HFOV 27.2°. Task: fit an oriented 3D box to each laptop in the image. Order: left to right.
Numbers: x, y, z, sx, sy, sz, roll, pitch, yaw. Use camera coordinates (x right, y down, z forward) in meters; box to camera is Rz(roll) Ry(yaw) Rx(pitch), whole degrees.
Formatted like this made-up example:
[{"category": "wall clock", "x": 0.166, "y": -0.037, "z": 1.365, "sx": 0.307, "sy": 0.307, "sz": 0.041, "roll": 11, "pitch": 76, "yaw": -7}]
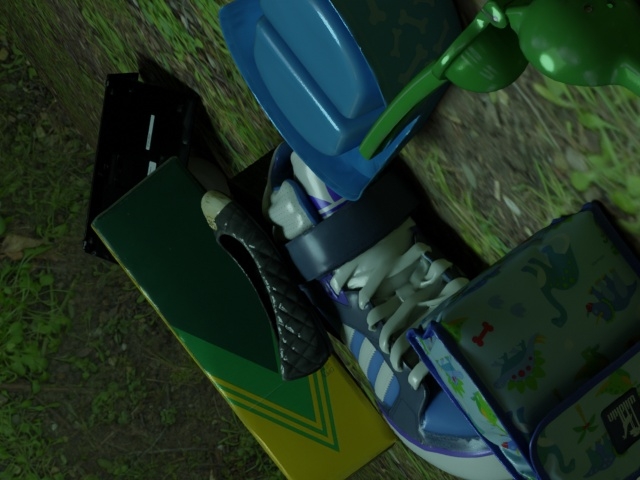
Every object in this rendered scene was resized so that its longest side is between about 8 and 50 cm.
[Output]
[{"category": "laptop", "x": -0.221, "y": -0.091, "z": 1.715, "sx": 0.264, "sy": 0.136, "sz": 0.234, "roll": 17, "pitch": 102, "yaw": 40}]

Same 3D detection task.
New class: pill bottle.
[{"category": "pill bottle", "x": -0.194, "y": -0.064, "z": 1.820, "sx": 0.108, "sy": 0.108, "sz": 0.180, "roll": 56, "pitch": 168, "yaw": -13}]

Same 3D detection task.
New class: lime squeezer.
[{"category": "lime squeezer", "x": 0.108, "y": -0.077, "z": 0.633, "sx": 0.310, "sy": 0.059, "sz": 0.110, "roll": 12, "pitch": 148, "yaw": 50}]

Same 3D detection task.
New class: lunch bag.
[{"category": "lunch bag", "x": 0.148, "y": 0.076, "z": 0.781, "sx": 0.151, "sy": 0.128, "sz": 0.096, "roll": 55, "pitch": 169, "yaw": 0}]

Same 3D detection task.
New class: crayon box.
[{"category": "crayon box", "x": -0.059, "y": 0.098, "z": 1.295, "sx": 0.313, "sy": 0.106, "sz": 0.363, "roll": 50, "pitch": 177, "yaw": 7}]

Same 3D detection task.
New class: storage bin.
[{"category": "storage bin", "x": 0.000, "y": 0.000, "z": 1.278, "sx": 0.180, "sy": 0.084, "sz": 0.122, "roll": 60, "pitch": 167, "yaw": -25}]

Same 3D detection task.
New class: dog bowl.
[{"category": "dog bowl", "x": 0.012, "y": -0.129, "z": 0.869, "sx": 0.166, "sy": 0.074, "sz": 0.297, "roll": 53, "pitch": 169, "yaw": 6}]

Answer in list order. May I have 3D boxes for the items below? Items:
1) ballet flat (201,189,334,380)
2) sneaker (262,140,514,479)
[{"category": "ballet flat", "x": -0.050, "y": 0.033, "z": 1.071, "sx": 0.173, "sy": 0.049, "sz": 0.057, "roll": 57, "pitch": 166, "yaw": 10}, {"category": "sneaker", "x": 0.051, "y": 0.031, "z": 1.035, "sx": 0.236, "sy": 0.130, "sz": 0.323, "roll": 56, "pitch": 175, "yaw": -30}]
